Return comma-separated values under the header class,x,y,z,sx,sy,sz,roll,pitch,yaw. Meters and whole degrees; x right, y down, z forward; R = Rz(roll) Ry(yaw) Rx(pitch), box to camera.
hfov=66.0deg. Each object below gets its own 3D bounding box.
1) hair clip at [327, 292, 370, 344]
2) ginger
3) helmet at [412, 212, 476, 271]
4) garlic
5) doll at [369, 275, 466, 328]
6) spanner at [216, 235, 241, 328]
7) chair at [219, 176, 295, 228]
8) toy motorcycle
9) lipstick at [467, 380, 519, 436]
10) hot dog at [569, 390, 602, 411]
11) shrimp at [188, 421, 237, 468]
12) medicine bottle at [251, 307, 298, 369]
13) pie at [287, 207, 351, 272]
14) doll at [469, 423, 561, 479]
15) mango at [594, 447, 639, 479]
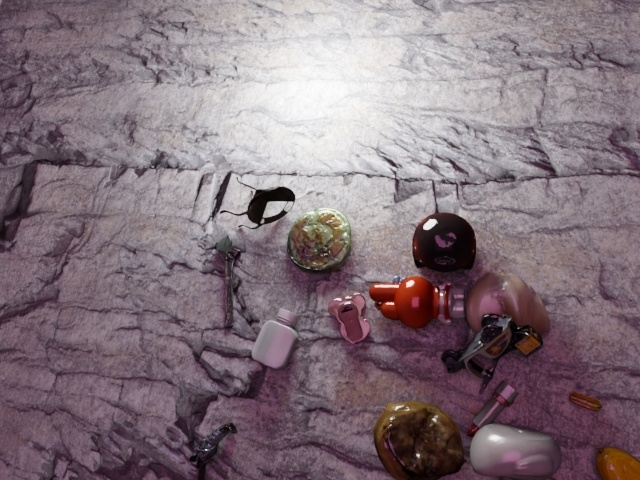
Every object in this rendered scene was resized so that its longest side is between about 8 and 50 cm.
class,x,y,z,sx,sy,sz,roll,pitch,yaw
hair clip,0.096,0.244,1.556,0.123,0.102,0.138,-21,101,7
ginger,0.237,0.534,1.313,0.270,0.223,0.200,8,58,-25
helmet,0.374,0.012,1.496,0.190,0.193,0.216,2,30,12
garlic,0.531,0.192,1.434,0.217,0.110,0.227,-18,69,10
doll,0.286,0.184,1.480,0.291,0.130,0.160,-1,73,23
spanner,-0.316,0.137,1.686,0.093,0.026,0.325,-7,72,12
chair,-0.202,-0.124,1.677,0.213,0.174,0.149,6,69,26
toy motorcycle,0.465,0.311,1.377,0.157,0.091,0.263,40,119,-1
lipstick,0.475,0.481,1.378,0.057,0.063,0.186,40,91,22
hot dog,0.725,0.442,1.351,0.083,0.021,0.037,22,57,21
shrimp,-0.340,0.618,1.509,0.174,0.076,0.082,-45,46,-4
medicine bottle,-0.135,0.311,1.564,0.119,0.069,0.183,19,78,19
pie,0.000,0.000,1.646,0.241,0.054,0.240,-5,71,14
doll,0.504,0.592,1.268,0.251,0.221,0.221,12,72,-18
mango,0.787,0.603,1.261,0.188,0.066,0.101,35,75,16
